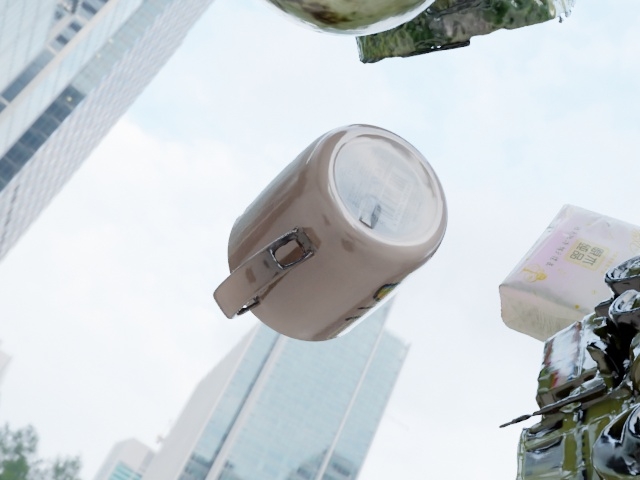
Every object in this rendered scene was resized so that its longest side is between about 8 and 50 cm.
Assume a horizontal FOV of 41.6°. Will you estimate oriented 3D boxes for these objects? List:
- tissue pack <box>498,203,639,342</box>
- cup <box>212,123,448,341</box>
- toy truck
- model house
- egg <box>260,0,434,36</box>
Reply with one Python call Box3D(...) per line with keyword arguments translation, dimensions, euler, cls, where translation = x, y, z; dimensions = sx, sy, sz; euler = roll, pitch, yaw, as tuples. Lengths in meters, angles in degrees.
Box3D(translation=(0.428, 0.064, 1.382), dimensions=(0.185, 0.225, 0.124), euler=(24, -36, 33), cls="tissue pack")
Box3D(translation=(0.000, 0.000, 0.912), dimensions=(0.191, 0.253, 0.200), euler=(56, -38, 8), cls="cup")
Box3D(translation=(0.153, 0.101, 0.393), dimensions=(0.127, 0.257, 0.127), euler=(-27, -85, 17), cls="toy truck")
Box3D(translation=(0.174, -0.404, 1.146), dimensions=(0.321, 0.261, 0.266), euler=(-5, -73, 27), cls="model house")
Box3D(translation=(0.020, -0.362, 0.793), dimensions=(0.287, 0.379, 0.287), euler=(1, -39, 1), cls="egg")
